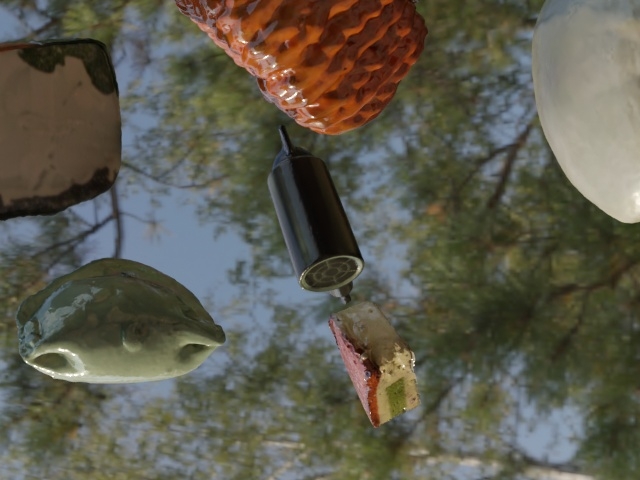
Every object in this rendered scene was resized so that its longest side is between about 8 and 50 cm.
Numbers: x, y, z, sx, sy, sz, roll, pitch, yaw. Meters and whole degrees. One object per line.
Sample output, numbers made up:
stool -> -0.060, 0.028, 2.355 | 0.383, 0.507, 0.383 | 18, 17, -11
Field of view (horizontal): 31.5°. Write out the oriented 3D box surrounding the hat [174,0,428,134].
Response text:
hat -> 0.057, -0.310, 1.184 | 0.400, 0.285, 0.285 | -42, -55, 8

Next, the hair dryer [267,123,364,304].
hair dryer -> 0.000, 0.000, 1.382 | 0.248, 0.078, 0.195 | 71, 180, -59

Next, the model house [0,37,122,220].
model house -> -0.422, -0.140, 1.322 | 0.271, 0.301, 0.190 | -23, -63, -51

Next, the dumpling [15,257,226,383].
dumpling -> -0.208, 0.075, 1.189 | 0.217, 0.105, 0.149 | 2, -108, -10

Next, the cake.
cake -> 0.093, 0.196, 1.604 | 0.086, 0.117, 0.220 | -25, -62, -6

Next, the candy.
candy -> 0.467, -0.239, 1.825 | 0.186, 0.386, 0.427 | -12, -94, -16
